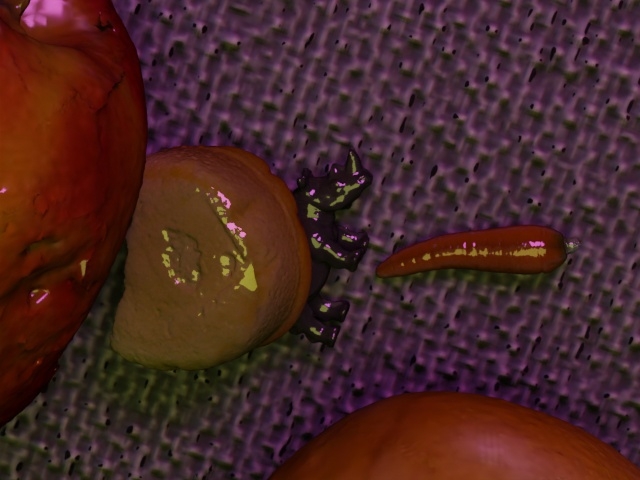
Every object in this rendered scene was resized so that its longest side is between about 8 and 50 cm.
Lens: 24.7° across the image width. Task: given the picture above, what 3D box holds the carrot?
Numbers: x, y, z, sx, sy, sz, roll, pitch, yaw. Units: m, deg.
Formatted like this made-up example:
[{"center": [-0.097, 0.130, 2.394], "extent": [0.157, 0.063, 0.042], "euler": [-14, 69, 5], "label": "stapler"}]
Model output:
[{"center": [0.107, 0.009, 0.997], "extent": [0.142, 0.035, 0.035], "euler": [-4, 104, 8], "label": "carrot"}]

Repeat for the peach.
[{"center": [-0.297, -0.016, 0.835], "extent": [0.416, 0.339, 0.353], "euler": [-38, 109, 17], "label": "peach"}]

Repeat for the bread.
[{"center": [-0.072, 0.018, 0.960], "extent": [0.125, 0.086, 0.156], "euler": [20, 109, 18], "label": "bread"}]

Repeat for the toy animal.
[{"center": [0.000, 0.000, 0.987], "extent": [0.065, 0.047, 0.135], "euler": [19, 109, 4], "label": "toy animal"}]

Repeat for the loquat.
[{"center": [0.086, 0.267, 0.902], "extent": [0.328, 0.359, 0.328], "euler": [-3, 113, -7], "label": "loquat"}]
